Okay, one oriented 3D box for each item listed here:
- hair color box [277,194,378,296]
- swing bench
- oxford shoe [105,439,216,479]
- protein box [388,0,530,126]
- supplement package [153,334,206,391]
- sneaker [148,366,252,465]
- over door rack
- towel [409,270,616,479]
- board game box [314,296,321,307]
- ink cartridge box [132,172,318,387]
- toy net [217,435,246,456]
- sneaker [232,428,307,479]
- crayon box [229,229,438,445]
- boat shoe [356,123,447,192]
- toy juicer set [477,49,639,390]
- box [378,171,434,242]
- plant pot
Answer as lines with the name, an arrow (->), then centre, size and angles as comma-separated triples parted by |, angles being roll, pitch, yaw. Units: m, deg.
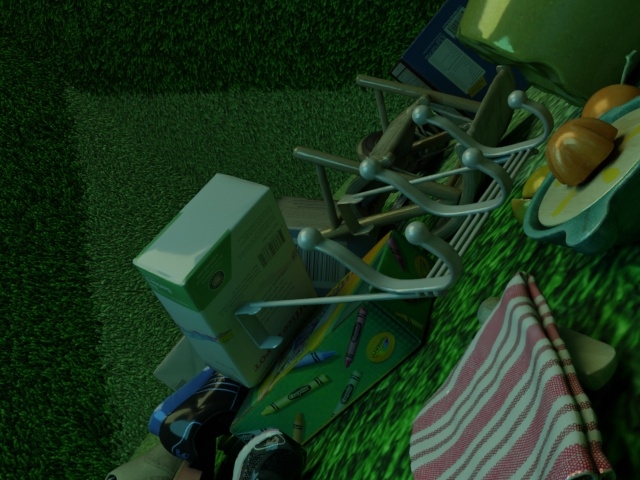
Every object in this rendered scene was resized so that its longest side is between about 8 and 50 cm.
hair color box -> 0.000, 0.000, 1.191 | 0.374, 0.186, 0.113 | -77, -9, -78
swing bench -> 0.139, -0.127, 0.962 | 0.255, 0.165, 0.253 | 3, 37, 29
oxford shoe -> -0.229, 0.330, 0.943 | 0.397, 0.147, 0.140 | -126, 39, -86
protein box -> 0.270, -0.324, 1.185 | 0.199, 0.201, 0.136 | -51, 5, 0
supplement package -> -0.289, 0.290, 1.807 | 0.175, 0.178, 0.293 | -49, 5, 21
sneaker -> -0.123, 0.205, 0.916 | 0.232, 0.091, 0.081 | -45, -31, -26
over door rack -> 0.051, -0.024, 0.677 | 0.324, 0.108, 0.239 | -26, 17, 52
towel -> 0.092, 0.111, 0.379 | 0.144, 0.029, 0.197 | -61, 5, 23
board game box -> -0.049, 0.161, 1.124 | 0.208, 0.056, 0.347 | -30, 10, 13
ink cartridge box -> -0.102, 0.051, 0.794 | 0.154, 0.093, 0.212 | -52, -39, -27
toy net -> -0.121, 0.292, 1.083 | 0.122, 0.045, 0.232 | -52, 5, -16
sneaker -> -0.072, 0.282, 0.691 | 0.178, 0.072, 0.077 | -58, 15, 15
crayon box -> 0.018, 0.131, 0.808 | 0.278, 0.081, 0.165 | -48, 6, 30
boat shoe -> 0.179, -0.202, 1.365 | 0.130, 0.132, 0.355 | -41, 1, 27
toy juicer set -> 0.188, -0.039, 0.501 | 0.329, 0.089, 0.209 | -53, 6, -21
box -> 0.158, -0.063, 1.277 | 0.137, 0.027, 0.094 | -53, 4, -23
plant pot -> 0.283, -0.287, 0.696 | 0.253, 0.276, 0.276 | -62, 2, 14
